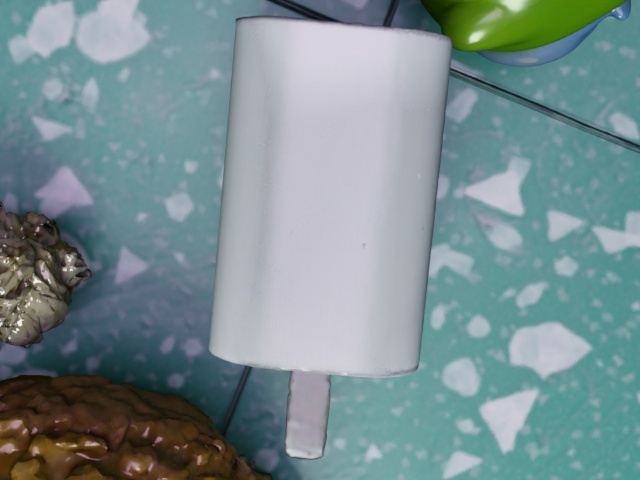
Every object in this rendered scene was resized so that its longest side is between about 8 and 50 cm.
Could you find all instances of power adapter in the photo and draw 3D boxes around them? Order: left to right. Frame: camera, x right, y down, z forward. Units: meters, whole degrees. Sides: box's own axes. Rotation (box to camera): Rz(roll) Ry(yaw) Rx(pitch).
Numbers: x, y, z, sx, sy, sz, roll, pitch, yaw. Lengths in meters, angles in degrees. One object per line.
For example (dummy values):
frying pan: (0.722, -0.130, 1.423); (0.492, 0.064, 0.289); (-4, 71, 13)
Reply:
power adapter: (0.000, 0.000, 0.629); (0.124, 0.187, 0.255); (6, 97, 0)

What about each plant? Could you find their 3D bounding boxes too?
plant: (-0.216, 0.036, 0.675); (0.104, 0.116, 0.122); (34, 115, 9)

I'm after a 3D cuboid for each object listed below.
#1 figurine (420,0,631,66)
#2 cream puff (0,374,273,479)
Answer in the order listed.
figurine: (0.166, -0.210, 0.638); (0.263, 0.143, 0.162); (-29, 68, -7)
cream puff: (-0.168, 0.248, 0.633); (0.343, 0.231, 0.327); (18, 92, -3)
